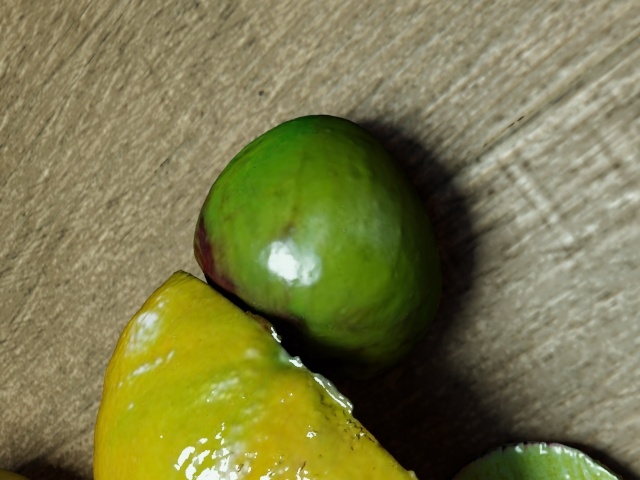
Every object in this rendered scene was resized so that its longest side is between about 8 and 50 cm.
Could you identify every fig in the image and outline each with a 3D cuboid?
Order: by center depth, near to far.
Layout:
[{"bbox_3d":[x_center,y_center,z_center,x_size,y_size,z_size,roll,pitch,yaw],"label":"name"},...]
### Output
[{"bbox_3d":[0.000,0.000,0.563,0.181,0.181,0.191,-11,62,32],"label":"fig"}]

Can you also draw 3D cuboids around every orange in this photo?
[{"bbox_3d":[-0.033,0.160,0.551,0.274,0.274,0.310,-34,53,29],"label":"orange"}]

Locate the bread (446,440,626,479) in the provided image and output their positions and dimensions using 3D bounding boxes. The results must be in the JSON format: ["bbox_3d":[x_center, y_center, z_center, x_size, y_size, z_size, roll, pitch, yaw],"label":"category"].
[{"bbox_3d":[0.175,0.254,0.549,0.229,0.033,0.228,3,95,34],"label":"bread"}]

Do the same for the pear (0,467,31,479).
[{"bbox_3d":[-0.360,0.384,0.724,0.349,0.348,0.348,3,95,32],"label":"pear"}]
